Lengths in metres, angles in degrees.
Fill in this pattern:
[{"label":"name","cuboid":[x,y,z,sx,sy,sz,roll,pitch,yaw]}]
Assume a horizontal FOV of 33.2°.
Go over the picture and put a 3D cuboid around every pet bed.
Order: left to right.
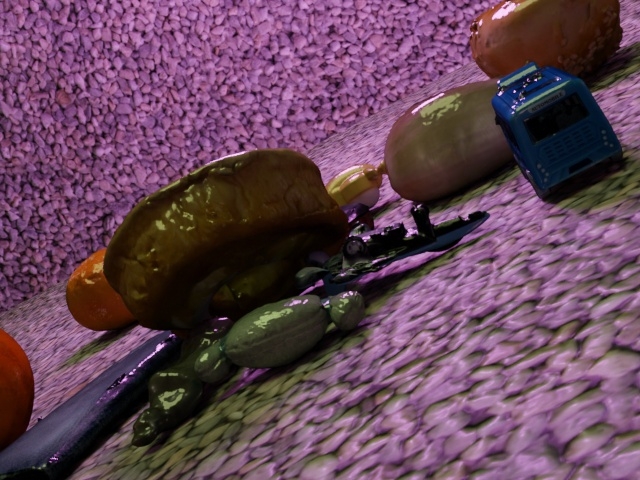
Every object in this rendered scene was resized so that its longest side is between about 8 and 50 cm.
[{"label":"pet bed","cuboid":[0.000,0.000,1.695,0.201,0.053,0.201,-28,8,5]}]

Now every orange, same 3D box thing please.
[{"label":"orange","cuboid":[-0.538,0.239,1.501,0.284,0.226,0.284,-35,16,12]},{"label":"orange","cuboid":[-0.410,0.097,2.092,0.178,0.155,0.177,-36,4,3]}]

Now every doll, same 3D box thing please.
[{"label":"doll","cuboid":[-0.047,0.104,1.232,0.214,0.071,0.103,-24,11,10]},{"label":"doll","cuboid":[0.000,-0.048,1.844,0.291,0.086,0.117,-31,-2,3]}]

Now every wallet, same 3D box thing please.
[{"label":"wallet","cuboid":[-0.311,0.226,1.450,0.191,0.046,0.379,-25,11,35]}]

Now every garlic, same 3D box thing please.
[{"label":"garlic","cuboid":[0.252,-0.179,1.655,0.338,0.151,0.196,-28,-3,1]}]

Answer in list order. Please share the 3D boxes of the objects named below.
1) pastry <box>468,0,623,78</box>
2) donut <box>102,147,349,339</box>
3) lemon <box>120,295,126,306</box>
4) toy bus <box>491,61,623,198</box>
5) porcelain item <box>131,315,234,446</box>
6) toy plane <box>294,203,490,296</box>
[{"label":"pastry","cuboid":[0.422,-0.370,1.972,0.285,0.184,0.316,-20,2,8]},{"label":"donut","cuboid":[-0.117,0.021,1.422,0.330,0.160,0.330,-26,-20,-10]},{"label":"lemon","cuboid":[-0.245,0.062,1.746,0.173,0.173,0.206,-28,31,6]},{"label":"toy bus","cuboid":[0.290,-0.147,1.356,0.113,0.134,0.246,-28,10,9]},{"label":"porcelain item","cuboid":[-0.167,0.175,1.270,0.081,0.069,0.215,-18,19,30]},{"label":"toy plane","cuboid":[0.089,0.003,1.332,0.246,0.078,0.169,-27,9,15]}]
